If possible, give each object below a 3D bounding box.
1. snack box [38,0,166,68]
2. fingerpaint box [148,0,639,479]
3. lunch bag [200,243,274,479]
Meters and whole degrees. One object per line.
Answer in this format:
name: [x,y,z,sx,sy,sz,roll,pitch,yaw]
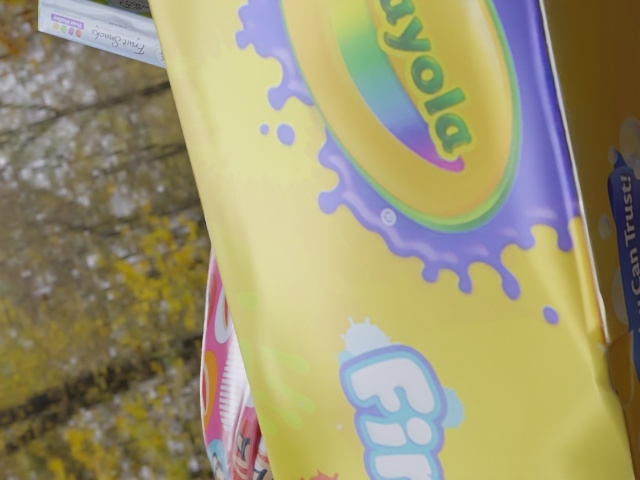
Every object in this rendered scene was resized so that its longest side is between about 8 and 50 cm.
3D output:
snack box: [-0.121,-0.162,1.035,0.100,0.141,0.037,-37,-39,-57]
fingerpaint box: [0.140,0.024,0.618,0.371,0.163,0.444,-29,-70,-49]
lunch bag: [0.000,0.000,0.849,0.293,0.120,0.258,-96,15,-45]
